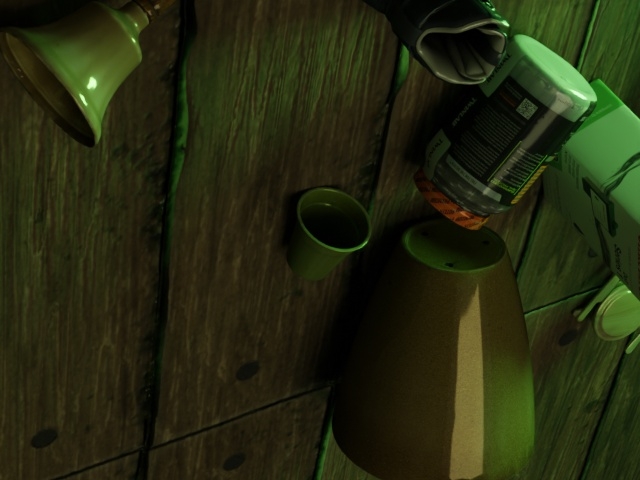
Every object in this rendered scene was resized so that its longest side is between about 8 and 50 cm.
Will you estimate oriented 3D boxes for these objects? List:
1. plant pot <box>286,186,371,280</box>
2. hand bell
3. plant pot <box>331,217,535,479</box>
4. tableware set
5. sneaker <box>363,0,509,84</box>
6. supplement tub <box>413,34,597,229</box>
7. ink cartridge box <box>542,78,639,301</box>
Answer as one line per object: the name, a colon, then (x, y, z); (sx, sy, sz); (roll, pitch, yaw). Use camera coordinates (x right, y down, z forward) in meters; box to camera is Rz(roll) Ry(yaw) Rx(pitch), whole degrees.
plant pot: (0.000, 0.000, 1.898); (0.083, 0.083, 0.079); (-10, 150, -33)
hand bell: (-0.144, -0.204, 1.537); (0.242, 0.126, 0.126); (-43, 147, -15)
plant pot: (0.140, 0.113, 2.036); (0.237, 0.237, 0.254); (-14, 126, -29)
tableware set: (0.417, 0.045, 2.336); (0.128, 0.039, 0.194); (32, 102, -41)
sneaker: (0.151, -0.221, 1.695); (0.226, 0.163, 0.086); (-13, 137, -32)
supplement tub: (0.189, -0.110, 1.892); (0.117, 0.117, 0.190); (16, 120, -49)
ink cartridge box: (0.342, -0.045, 2.007); (0.092, 0.219, 0.160); (-30, 144, -10)
